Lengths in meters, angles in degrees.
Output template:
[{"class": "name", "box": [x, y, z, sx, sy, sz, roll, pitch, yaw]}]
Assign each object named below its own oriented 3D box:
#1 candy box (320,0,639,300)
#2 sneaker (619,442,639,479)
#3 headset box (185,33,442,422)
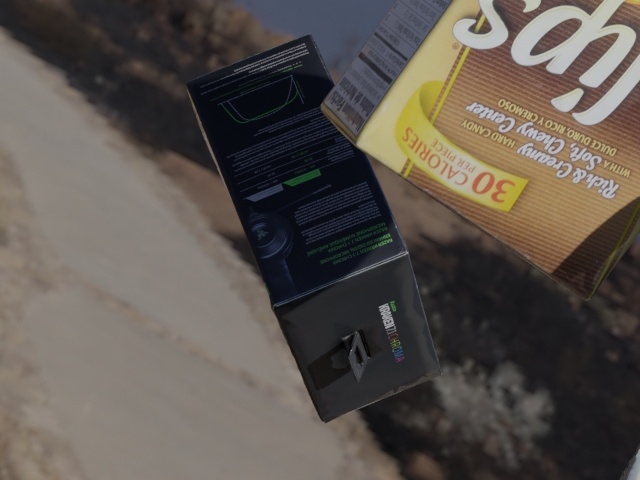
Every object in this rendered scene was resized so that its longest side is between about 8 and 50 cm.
[{"class": "candy box", "box": [0.168, -0.146, 1.101, 0.183, 0.316, 0.087, 32, 7, -22]}, {"class": "sneaker", "box": [0.262, 0.073, 1.028, 0.108, 0.302, 0.121, 40, -11, 9]}, {"class": "headset box", "box": [0.000, 0.000, 1.789, 0.246, 0.131, 0.283, 71, -3, -59]}]
